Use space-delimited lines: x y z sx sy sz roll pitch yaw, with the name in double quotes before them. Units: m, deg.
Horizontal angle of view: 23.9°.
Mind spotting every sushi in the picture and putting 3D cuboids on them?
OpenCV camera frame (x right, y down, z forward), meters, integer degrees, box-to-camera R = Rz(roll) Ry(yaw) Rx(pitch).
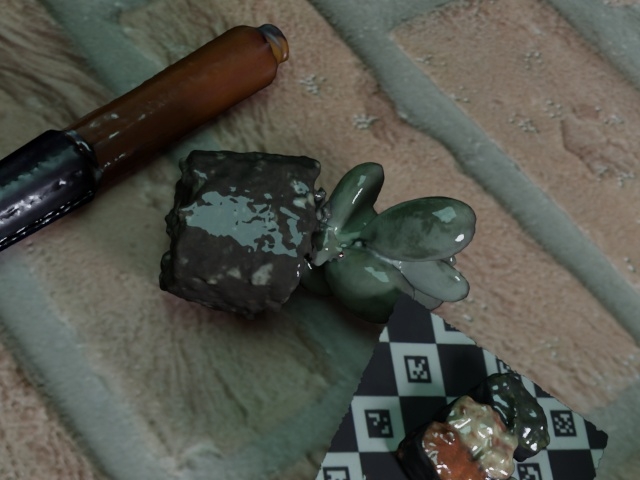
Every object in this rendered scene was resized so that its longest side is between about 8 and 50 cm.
"sushi" 0.131 0.177 1.231 0.231 0.047 0.220 35 54 -10

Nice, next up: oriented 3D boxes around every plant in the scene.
"plant" -0.002 0.000 1.338 0.274 0.146 0.149 7 73 -6

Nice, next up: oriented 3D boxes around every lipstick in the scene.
"lipstick" -0.192 -0.096 1.417 0.418 0.077 0.077 -35 66 -30
